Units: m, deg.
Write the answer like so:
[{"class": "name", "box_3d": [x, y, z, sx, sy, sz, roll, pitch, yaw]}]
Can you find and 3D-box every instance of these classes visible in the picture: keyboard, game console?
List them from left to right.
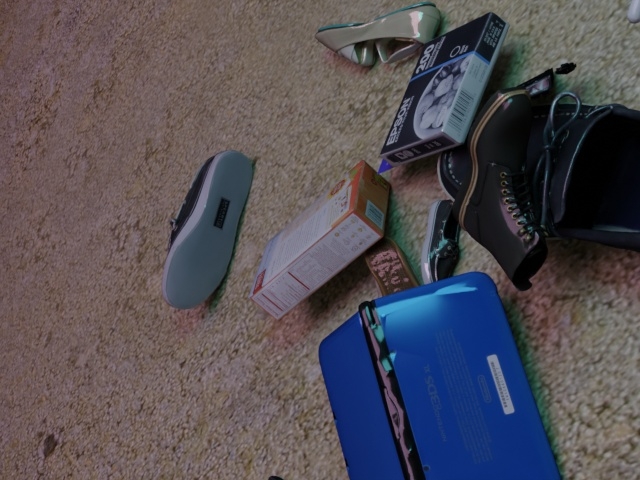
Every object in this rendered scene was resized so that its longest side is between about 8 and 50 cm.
[{"class": "game console", "box_3d": [0.137, 0.221, 1.134, 0.250, 0.173, 0.293, -16, 71, 2]}, {"class": "keyboard", "box_3d": [0.275, -0.195, 1.123, 0.108, 0.180, 0.023, -26, 96, 20]}]

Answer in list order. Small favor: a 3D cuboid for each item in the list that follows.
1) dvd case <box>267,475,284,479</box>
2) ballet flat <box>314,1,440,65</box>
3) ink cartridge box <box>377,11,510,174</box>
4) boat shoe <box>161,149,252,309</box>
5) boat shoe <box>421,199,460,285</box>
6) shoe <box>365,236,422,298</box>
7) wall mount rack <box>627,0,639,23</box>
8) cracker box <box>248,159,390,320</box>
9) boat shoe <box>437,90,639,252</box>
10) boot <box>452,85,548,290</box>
[{"class": "dvd case", "box_3d": [-0.022, 0.465, 1.253, 0.253, 0.022, 0.180, 15, 85, 49]}, {"class": "ballet flat", "box_3d": [0.087, -0.324, 1.437, 0.248, 0.086, 0.086, -2, 73, 45]}, {"class": "ink cartridge box", "box_3d": [0.158, -0.205, 1.261, 0.208, 0.045, 0.206, -16, 47, 60]}, {"class": "boat shoe", "box_3d": [-0.223, -0.022, 1.607, 0.105, 0.113, 0.306, -2, 70, 53]}, {"class": "boat shoe", "box_3d": [0.171, 0.007, 1.225, 0.040, 0.049, 0.142, -12, 63, 43]}, {"class": "shoe", "box_3d": [0.122, 0.094, 1.241, 0.077, 0.058, 0.219, -24, 59, 14]}, {"class": "wall mount rack", "box_3d": [0.490, -0.354, 0.926, 0.304, 0.130, 0.350, -45, 40, -11]}, {"class": "cracker box", "box_3d": [0.000, 0.000, 1.348, 0.232, 0.067, 0.155, -39, 20, 28]}, {"class": "boat shoe", "box_3d": [0.315, -0.080, 1.032, 0.500, 0.156, 0.186, 21, 91, 50]}, {"class": "boot", "box_3d": [0.221, -0.056, 0.979, 0.198, 0.077, 0.137, 94, 156, -43]}]
